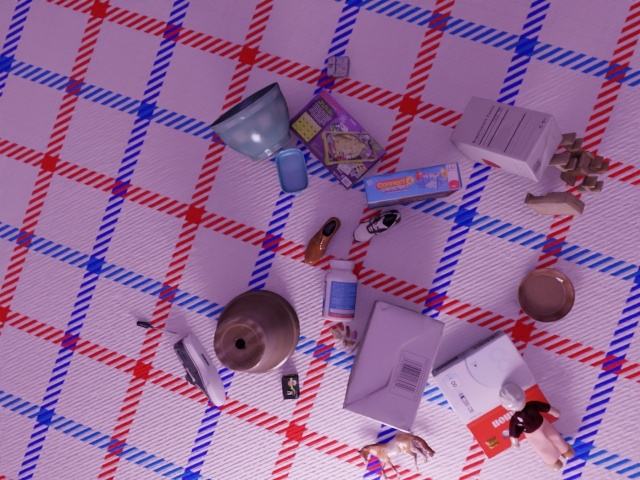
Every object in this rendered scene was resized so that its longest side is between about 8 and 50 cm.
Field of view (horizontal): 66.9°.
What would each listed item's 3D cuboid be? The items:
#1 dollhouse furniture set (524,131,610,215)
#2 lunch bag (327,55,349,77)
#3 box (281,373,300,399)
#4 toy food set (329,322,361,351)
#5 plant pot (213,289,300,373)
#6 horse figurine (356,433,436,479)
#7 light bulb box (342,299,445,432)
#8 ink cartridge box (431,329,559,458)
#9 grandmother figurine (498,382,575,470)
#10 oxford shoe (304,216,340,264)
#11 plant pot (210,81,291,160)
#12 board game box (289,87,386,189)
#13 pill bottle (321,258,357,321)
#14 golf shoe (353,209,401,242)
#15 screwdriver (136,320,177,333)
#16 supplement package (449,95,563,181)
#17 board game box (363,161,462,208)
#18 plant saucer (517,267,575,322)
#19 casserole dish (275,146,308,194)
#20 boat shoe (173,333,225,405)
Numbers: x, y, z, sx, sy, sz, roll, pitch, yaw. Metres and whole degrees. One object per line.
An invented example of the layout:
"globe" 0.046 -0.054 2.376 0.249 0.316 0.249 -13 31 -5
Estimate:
"dollhouse furniture set" 0.848 -0.218 1.697 0.212 0.161 0.242 26 81 -26
"lunch bag" 0.067 -0.662 1.850 0.083 0.053 0.071 5 89 16
"box" -0.114 0.562 1.864 0.062 0.052 0.083 -5 90 6
"toy food set" 0.100 0.363 1.857 0.078 0.019 0.122 -46 77 4
"plant pot" -0.258 0.350 1.770 0.323 0.280 0.323 0 89 8
"horse figurine" 0.290 0.796 1.808 0.263 0.066 0.174 -28 92 8
"light bulb box" 0.237 0.400 1.641 0.225 0.361 0.358 19 86 7
"ink cartridge box" 0.636 0.568 1.754 0.308 0.091 0.385 -33 85 6
"grandmother figurine" 0.743 0.648 1.705 0.208 0.104 0.342 -39 98 -16
"oxford shoe" 0.000 0.000 1.843 0.076 0.076 0.212 31 95 5
"plant pot" -0.231 -0.419 1.790 0.293 0.293 0.196 -30 113 6
"board game box" 0.059 -0.387 1.853 0.208 0.056 0.347 -43 85 9
"pill bottle" 0.074 0.183 1.807 0.124 0.124 0.221 5 91 7
"golf shoe" 0.207 -0.058 1.809 0.198 0.094 0.077 -32 87 7
"screwdriver" -0.659 0.356 1.947 0.170 0.024 0.025 19 63 5
"supplement package" 0.630 -0.347 1.655 0.293 0.177 0.175 31 94 40
"board game box" 0.310 -0.184 1.691 0.308 0.302 0.086 -9 89 6
"plant saucer" 0.815 0.197 1.761 0.198 0.036 0.199 0 90 7
"casserole dish" -0.107 -0.267 1.876 0.114 0.037 0.188 -12 88 7
"boat shoe" -0.475 0.516 1.881 0.102 0.108 0.301 -32 83 6
